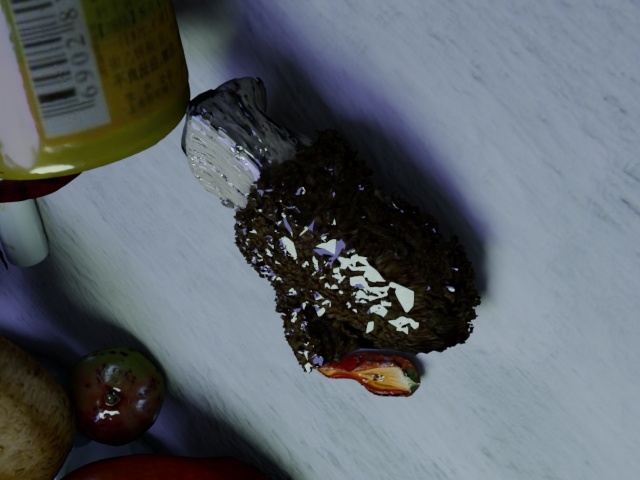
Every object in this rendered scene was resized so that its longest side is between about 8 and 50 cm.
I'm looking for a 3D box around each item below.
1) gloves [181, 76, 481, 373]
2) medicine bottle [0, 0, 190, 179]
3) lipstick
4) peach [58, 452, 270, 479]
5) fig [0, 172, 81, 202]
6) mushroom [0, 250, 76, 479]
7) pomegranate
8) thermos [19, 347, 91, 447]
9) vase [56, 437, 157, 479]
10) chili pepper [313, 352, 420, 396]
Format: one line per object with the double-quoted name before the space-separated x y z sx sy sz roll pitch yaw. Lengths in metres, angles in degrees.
"gloves" 0.003 -0.002 1.243 0.312 0.135 0.210 37 139 11
"medicine bottle" -0.253 -0.263 1.167 0.224 0.224 0.384 15 128 41
"lipstick" -0.389 -0.078 1.695 0.059 0.059 0.264 25 141 31
"peach" -0.193 0.436 1.730 0.388 0.388 0.388 31 144 25
"fig" -0.307 -0.141 1.455 0.186 0.249 0.203 7 94 6
"mushroom" -0.457 0.165 1.749 0.334 0.356 0.331 29 130 -14
"pomegranate" -0.270 0.209 1.802 0.129 0.129 0.159 40 148 11
"thermos" -0.438 0.227 1.986 0.287 0.182 0.144 9 87 45
"vase" -0.260 0.444 2.027 0.165 0.165 0.360 16 139 40
"chili pepper" 0.048 0.137 1.439 0.178 0.027 0.045 -4 118 51
